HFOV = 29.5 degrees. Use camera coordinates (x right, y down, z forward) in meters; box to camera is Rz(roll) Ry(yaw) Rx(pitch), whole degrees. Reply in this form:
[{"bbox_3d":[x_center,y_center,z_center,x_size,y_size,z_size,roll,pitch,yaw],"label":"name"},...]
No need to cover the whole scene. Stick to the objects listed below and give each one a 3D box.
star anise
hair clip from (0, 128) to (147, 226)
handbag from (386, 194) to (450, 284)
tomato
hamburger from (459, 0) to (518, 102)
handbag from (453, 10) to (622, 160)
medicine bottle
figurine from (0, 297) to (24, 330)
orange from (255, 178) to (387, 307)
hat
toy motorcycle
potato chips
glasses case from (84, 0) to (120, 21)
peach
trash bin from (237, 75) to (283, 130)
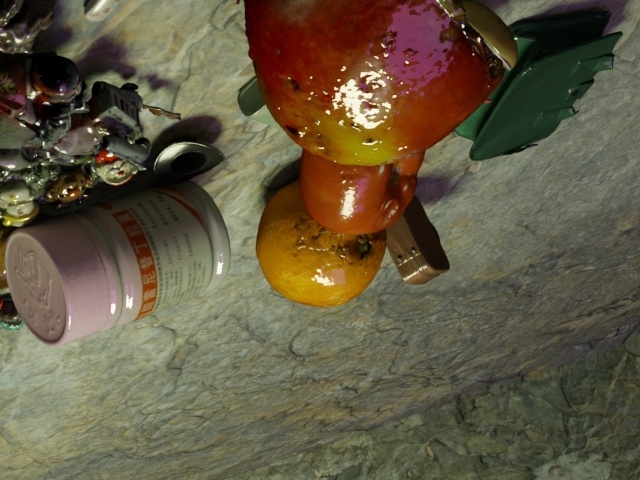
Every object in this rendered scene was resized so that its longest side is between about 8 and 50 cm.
[{"bbox_3d":[-0.419,-0.275,1.481,0.212,0.073,0.197,-18,158,-21],"label":"star anise"},{"bbox_3d":[-0.412,-0.088,1.844,0.321,0.091,0.138,-23,153,-7],"label":"hair clip"},{"bbox_3d":[0.183,-0.006,2.451,0.072,0.193,0.151,-33,159,21],"label":"handbag"},{"bbox_3d":[0.067,-0.138,2.056,0.260,0.180,0.260,-49,153,-36],"label":"tomato"},{"bbox_3d":[0.237,-0.307,1.944,0.137,0.175,0.175,-44,152,10],"label":"hamburger"},{"bbox_3d":[0.393,-0.278,2.231,0.238,0.089,0.326,-16,155,-23],"label":"handbag"},{"bbox_3d":[-0.325,0.032,1.975,0.316,0.202,0.202,-21,158,-37],"label":"medicine bottle"},{"bbox_3d":[-0.565,0.135,2.214,0.060,0.047,0.106,17,155,-4],"label":"figurine"},{"bbox_3d":[0.000,0.000,2.233,0.246,0.246,0.246,-21,156,-10],"label":"orange"},{"bbox_3d":[-0.216,-0.139,1.975,0.121,0.050,0.121,-16,153,-8],"label":"hat"},{"bbox_3d":[-0.339,-0.171,1.686,0.207,0.134,0.401,-29,152,31],"label":"toy motorcycle"},{"bbox_3d":[-0.505,0.015,2.013,0.150,0.049,0.202,-13,155,-46],"label":"potato chips"},{"bbox_3d":[-0.278,-0.317,1.590,0.032,0.021,0.083,2,144,-49],"label":"glasses case"},{"bbox_3d":[0.070,-0.290,1.595,0.353,0.339,0.416,-14,149,-24],"label":"peach"},{"bbox_3d":[-0.049,-0.229,1.941,0.116,0.059,0.130,-39,152,24],"label":"trash bin"}]
